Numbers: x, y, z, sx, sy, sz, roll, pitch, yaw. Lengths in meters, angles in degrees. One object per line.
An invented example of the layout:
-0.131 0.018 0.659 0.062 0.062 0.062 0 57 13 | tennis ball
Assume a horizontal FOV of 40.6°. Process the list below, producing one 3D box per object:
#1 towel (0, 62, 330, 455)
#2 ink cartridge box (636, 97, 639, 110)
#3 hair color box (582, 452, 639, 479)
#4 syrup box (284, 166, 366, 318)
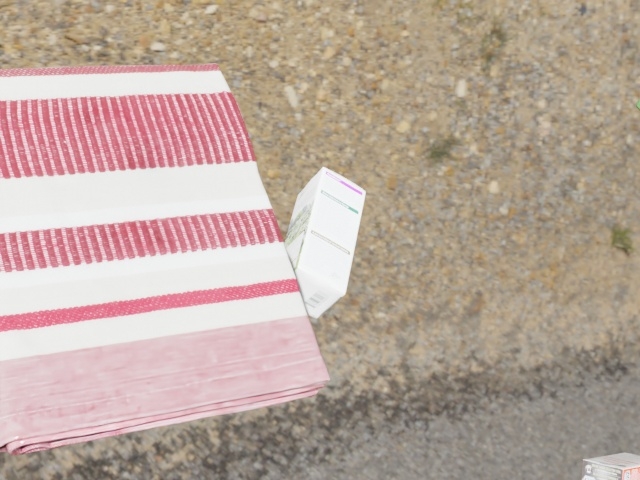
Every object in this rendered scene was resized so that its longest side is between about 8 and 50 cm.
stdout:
-0.150 -0.008 0.683 0.237 0.329 0.037 -6 149 -24 | towel
0.577 -0.166 1.097 0.117 0.278 0.201 -25 153 -29 | ink cartridge box
0.626 0.478 1.785 0.167 0.093 0.053 7 87 -40 | hair color box
0.000 0.000 1.442 0.096 0.093 0.237 30 46 -16 | syrup box
